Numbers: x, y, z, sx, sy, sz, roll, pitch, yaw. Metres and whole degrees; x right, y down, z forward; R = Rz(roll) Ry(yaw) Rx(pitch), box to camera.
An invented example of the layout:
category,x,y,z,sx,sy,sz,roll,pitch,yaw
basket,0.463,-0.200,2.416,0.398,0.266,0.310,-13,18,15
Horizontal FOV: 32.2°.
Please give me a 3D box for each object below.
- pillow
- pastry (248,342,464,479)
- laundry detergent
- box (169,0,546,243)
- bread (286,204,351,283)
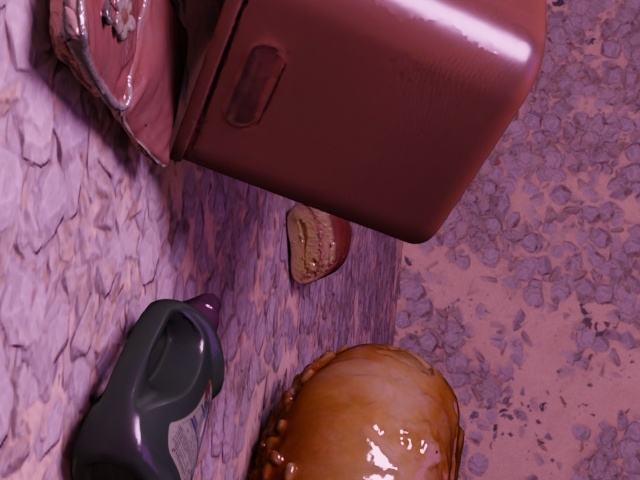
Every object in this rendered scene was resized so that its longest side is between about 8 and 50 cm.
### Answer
category,x,y,z,sx,sy,sz,roll,pitch,yaw
pillow,-0.131,-0.142,0.752,0.232,0.043,0.126,65,32,-73
pastry,0.041,0.327,1.376,0.409,0.245,0.410,7,90,-77
laundry detergent,-0.119,0.111,0.851,0.222,0.078,0.144,-73,161,-46
box,0.041,-0.192,0.933,0.339,0.229,0.239,-76,-168,-48
bread,0.001,0.000,1.495,0.192,0.067,0.119,-21,115,-79
